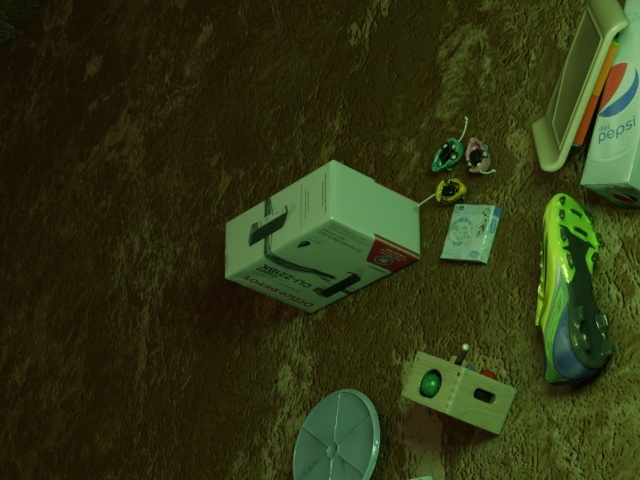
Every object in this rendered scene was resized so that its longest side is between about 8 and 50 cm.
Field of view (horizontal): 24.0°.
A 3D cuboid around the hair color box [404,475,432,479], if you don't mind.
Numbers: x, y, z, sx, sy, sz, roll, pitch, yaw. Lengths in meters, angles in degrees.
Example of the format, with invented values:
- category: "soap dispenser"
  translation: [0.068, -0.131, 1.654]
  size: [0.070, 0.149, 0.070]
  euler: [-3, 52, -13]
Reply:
- category: "hair color box"
  translation: [-0.018, 0.437, 2.221]
  size: [0.374, 0.185, 0.114]
  euler: [-23, 73, 45]

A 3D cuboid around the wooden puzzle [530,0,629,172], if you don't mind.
- category: "wooden puzzle"
  translation: [0.374, -0.230, 2.155]
  size: [0.221, 0.044, 0.239]
  euler: [-83, 15, -67]

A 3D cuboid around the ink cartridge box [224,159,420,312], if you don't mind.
- category: "ink cartridge box"
  translation: [0.000, 0.000, 2.464]
  size: [0.273, 0.197, 0.114]
  euler: [-28, 50, 42]

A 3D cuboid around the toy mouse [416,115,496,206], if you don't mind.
- category: "toy mouse"
  translation: [0.227, -0.126, 2.386]
  size: [0.161, 0.031, 0.143]
  euler: [-11, 62, 49]

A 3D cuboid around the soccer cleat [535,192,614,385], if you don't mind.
- category: "soccer cleat"
  translation: [0.331, 0.065, 2.088]
  size: [0.121, 0.093, 0.289]
  euler: [-38, 42, 43]

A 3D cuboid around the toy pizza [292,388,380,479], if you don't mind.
- category: "toy pizza"
  translation: [0.030, 0.334, 2.374]
  size: [0.201, 0.032, 0.201]
  euler: [-28, 51, 41]

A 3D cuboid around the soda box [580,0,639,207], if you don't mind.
- category: "soda box"
  translation: [0.451, -0.193, 2.076]
  size: [0.091, 0.098, 0.286]
  euler: [1, 72, 53]

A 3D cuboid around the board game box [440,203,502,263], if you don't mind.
- category: "board game box"
  translation: [0.232, -0.010, 2.322]
  size: [0.090, 0.020, 0.090]
  euler: [4, 73, 53]

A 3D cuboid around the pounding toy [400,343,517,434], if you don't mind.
- category: "pounding toy"
  translation: [0.197, 0.201, 2.139]
  size: [0.130, 0.141, 0.100]
  euler: [16, 83, 55]
